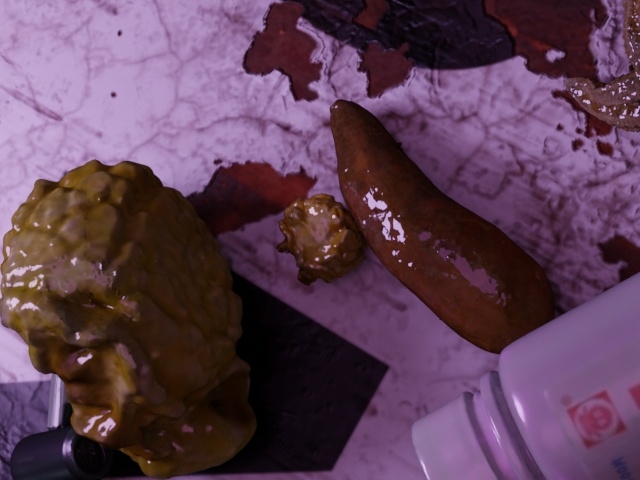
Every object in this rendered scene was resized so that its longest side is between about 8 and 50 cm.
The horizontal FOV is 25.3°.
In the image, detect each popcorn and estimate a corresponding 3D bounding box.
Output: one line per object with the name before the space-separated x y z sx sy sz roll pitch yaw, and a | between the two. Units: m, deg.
popcorn | -0.173 0.063 1.233 0.174 0.225 0.286 -24 74 20
popcorn | 0.000 0.000 1.266 0.082 0.057 0.083 19 94 19

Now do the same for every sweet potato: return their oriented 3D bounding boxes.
sweet potato | 0.088 -0.011 1.213 0.097 0.097 0.292 -46 70 9

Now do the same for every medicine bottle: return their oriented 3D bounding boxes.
medicine bottle | 0.227 0.131 1.101 0.293 0.170 0.170 -31 73 13

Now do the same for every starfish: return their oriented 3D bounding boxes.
starfish | 0.291 -0.132 1.140 0.236 0.062 0.277 28 123 45

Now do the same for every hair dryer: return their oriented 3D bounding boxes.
hair dryer | -0.236 0.135 1.332 0.100 0.057 0.197 -21 61 41
